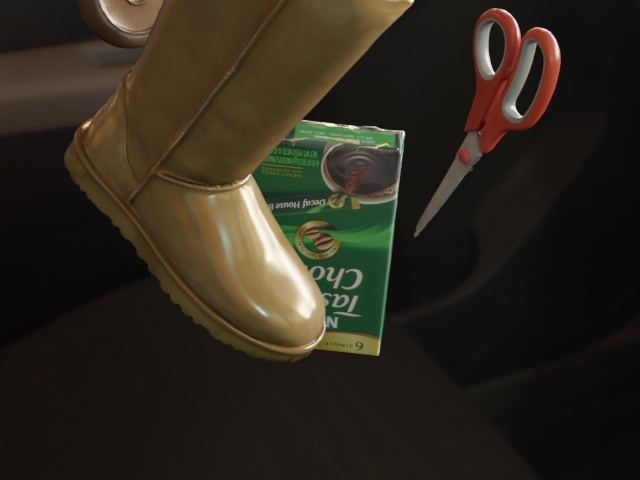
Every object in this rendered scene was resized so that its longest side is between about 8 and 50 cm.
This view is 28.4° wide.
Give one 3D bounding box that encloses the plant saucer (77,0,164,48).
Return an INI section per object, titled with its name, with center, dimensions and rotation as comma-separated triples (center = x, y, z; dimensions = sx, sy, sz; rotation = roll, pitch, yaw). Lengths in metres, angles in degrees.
[plant saucer]
center = -0.271, -0.361, 1.821
dimensions = 0.168, 0.168, 0.029
rotation = -26, 22, -35

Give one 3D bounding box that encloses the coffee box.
[coffee box]
center = 0.000, 0.000, 0.950
dimensions = 0.113, 0.184, 0.040
rotation = 7, 33, 1

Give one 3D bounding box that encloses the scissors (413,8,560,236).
[scissors]
center = 0.154, -0.088, 1.228
dimensions = 0.021, 0.297, 0.109
rotation = -15, 47, -34

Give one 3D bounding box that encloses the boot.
[boot]
center = -0.030, -0.069, 0.797
dimensions = 0.236, 0.269, 0.089
rotation = 42, 39, -2
